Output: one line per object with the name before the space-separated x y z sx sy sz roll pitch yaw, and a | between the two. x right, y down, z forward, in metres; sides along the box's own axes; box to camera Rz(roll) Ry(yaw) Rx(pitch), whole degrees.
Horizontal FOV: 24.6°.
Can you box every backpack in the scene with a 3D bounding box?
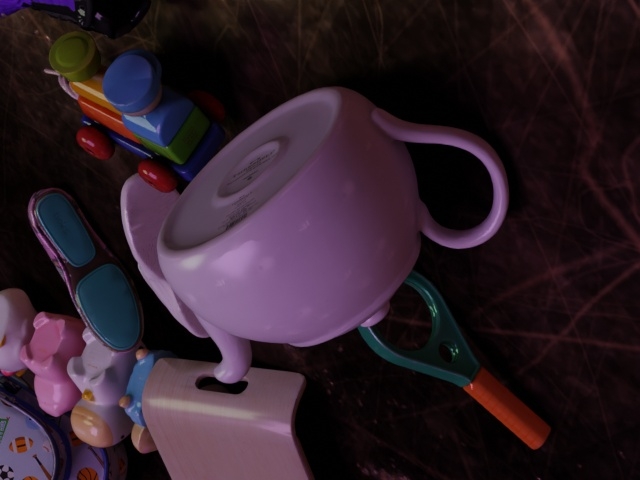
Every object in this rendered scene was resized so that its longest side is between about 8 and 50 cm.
backpack | -0.410 0.313 2.031 0.263 0.276 0.213 26 -173 3

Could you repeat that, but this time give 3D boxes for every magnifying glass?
magnifying glass | 0.124 0.112 1.371 0.231 0.092 0.026 42 144 -9

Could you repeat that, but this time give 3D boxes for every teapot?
teapot | 0.000 0.000 1.274 0.187 0.252 0.256 47 160 -20

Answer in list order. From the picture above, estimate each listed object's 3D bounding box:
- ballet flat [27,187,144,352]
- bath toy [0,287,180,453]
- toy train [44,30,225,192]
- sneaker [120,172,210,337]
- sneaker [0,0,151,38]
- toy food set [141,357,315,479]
ballet flat | -0.284 0.035 1.777 0.221 0.077 0.079 59 164 -6
bath toy | -0.314 0.169 1.895 0.348 0.151 0.129 19 172 38
toy train | -0.221 -0.154 1.429 0.248 0.105 0.143 27 167 29
sneaker | -0.180 0.013 1.628 0.094 0.080 0.212 24 142 51
sneaker | -0.241 -0.248 1.402 0.146 0.102 0.293 54 146 -9
toy food set | -0.068 0.277 1.764 0.220 0.092 0.306 3 128 33
